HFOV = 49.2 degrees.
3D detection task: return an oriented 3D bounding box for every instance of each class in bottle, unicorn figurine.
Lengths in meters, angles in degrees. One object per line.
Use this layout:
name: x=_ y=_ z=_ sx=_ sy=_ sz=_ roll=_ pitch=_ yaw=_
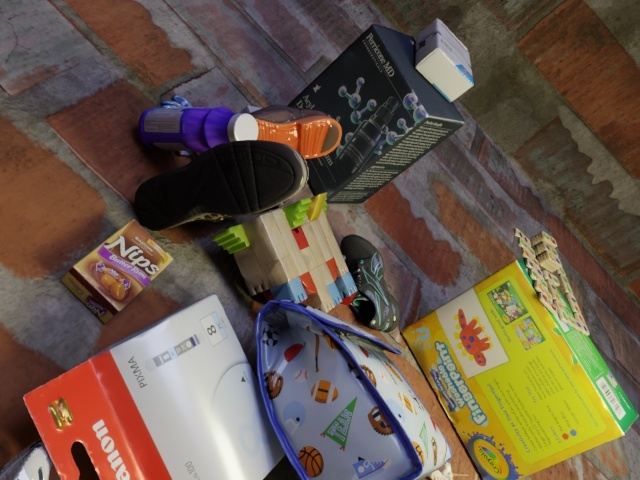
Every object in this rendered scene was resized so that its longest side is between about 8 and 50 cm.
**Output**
bottle: x=-0.251 y=-0.228 z=1.438 sx=0.118 sy=0.283 sz=0.092 roll=-5 pitch=100 yaw=-50
unicorn figurine: x=0.231 y=0.490 z=1.549 sx=0.162 sy=0.060 sz=0.111 roll=-1 pitch=59 yaw=-32

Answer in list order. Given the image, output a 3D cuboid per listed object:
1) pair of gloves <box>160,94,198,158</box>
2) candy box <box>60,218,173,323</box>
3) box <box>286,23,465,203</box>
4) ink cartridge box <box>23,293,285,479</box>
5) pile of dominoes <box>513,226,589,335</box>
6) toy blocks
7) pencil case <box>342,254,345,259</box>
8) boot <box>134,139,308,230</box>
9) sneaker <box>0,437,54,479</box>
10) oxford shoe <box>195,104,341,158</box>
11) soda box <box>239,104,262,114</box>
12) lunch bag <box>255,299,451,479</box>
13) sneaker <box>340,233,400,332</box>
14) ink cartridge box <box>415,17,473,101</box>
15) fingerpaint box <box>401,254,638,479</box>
pair of gloves: x=-0.293 y=-0.259 z=1.642 sx=0.159 sy=0.023 sz=0.198 roll=5 pitch=56 yaw=-49
candy box: x=-0.357 y=0.050 z=1.244 sx=0.109 sy=0.053 sz=0.186 roll=46 pitch=32 yaw=-8
box: x=0.125 y=-0.321 z=1.868 sx=0.212 sy=0.395 sz=0.293 roll=-5 pitch=62 yaw=-53
ink cartridge box: x=-0.223 y=0.283 z=1.070 sx=0.308 sy=0.091 sz=0.385 roll=65 pitch=26 yaw=-2
pile of dominoes: x=0.560 y=0.086 z=1.664 sx=0.196 sy=0.040 sz=0.251 roll=27 pitch=39 yaw=-35
toy blocks: x=-0.050 y=0.060 z=1.522 sx=0.381 sy=0.191 sz=0.260 roll=-24 pitch=91 yaw=-64
pencil case: x=0.000 y=0.000 z=1.715 sx=0.070 sy=0.064 sz=0.151 roll=-21 pitch=76 yaw=-40
boot: x=-0.144 y=-0.113 z=1.395 sx=0.284 sy=0.378 sz=0.138 roll=-17 pitch=91 yaw=-61
sneaker: x=-0.364 y=0.381 z=0.890 sx=0.153 sy=0.094 sz=0.235 roll=46 pitch=26 yaw=-22
oxford shoe: x=-0.138 y=-0.253 z=1.665 sx=0.364 sy=0.129 sz=0.132 roll=-7 pitch=36 yaw=-27
soda box: x=-0.141 y=-0.232 z=1.759 sx=0.074 sy=0.069 sz=0.216 roll=1 pitch=59 yaw=-50
lunch bag: x=0.050 y=0.286 z=1.288 sx=0.385 sy=0.239 sz=0.328 roll=57 pitch=8 yaw=22
sneaker: x=0.109 y=0.101 z=1.721 sx=0.106 sy=0.101 sz=0.267 roll=0 pitch=59 yaw=-48
ink cartridge box: x=0.319 y=-0.468 z=1.805 sx=0.140 sy=0.082 sz=0.190 roll=39 pitch=33 yaw=-22
fingerpaint box: x=0.472 y=0.320 z=1.706 sx=0.163 sy=0.371 sz=0.444 roll=-6 pitch=63 yaw=-54
